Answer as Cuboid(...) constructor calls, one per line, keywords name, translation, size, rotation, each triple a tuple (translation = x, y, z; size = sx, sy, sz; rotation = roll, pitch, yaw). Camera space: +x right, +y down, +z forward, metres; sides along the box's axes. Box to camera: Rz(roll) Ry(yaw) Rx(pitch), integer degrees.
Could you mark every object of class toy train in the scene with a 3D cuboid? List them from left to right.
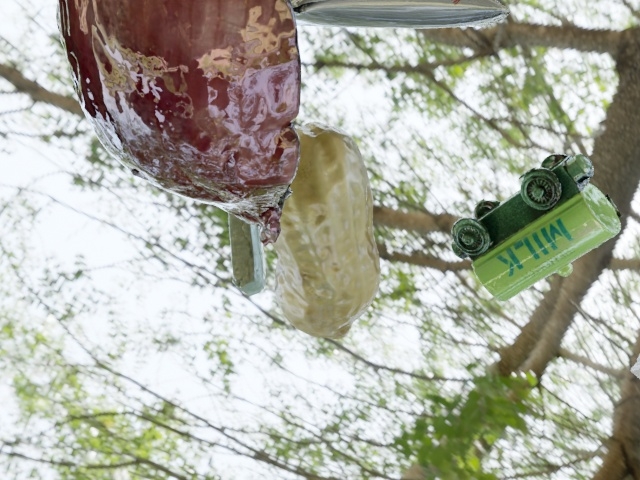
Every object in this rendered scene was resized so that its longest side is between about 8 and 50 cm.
Cuboid(name="toy train", translation=(0.306, -0.015, 1.445), size=(0.253, 0.105, 0.157), rotation=(-38, -91, 38))

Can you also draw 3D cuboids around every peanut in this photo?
Cuboid(name="peanut", translation=(0.000, 0.000, 1.228), size=(0.147, 0.305, 0.147), rotation=(-7, -147, 5))

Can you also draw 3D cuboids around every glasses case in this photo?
Cuboid(name="glasses case", translation=(0.078, -0.298, 1.220), size=(0.128, 0.308, 0.083), rotation=(-149, -123, -64))

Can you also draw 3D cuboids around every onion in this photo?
Cuboid(name="onion", translation=(-0.089, -0.102, 0.620), size=(0.120, 0.283, 0.227), rotation=(-20, -146, -12))

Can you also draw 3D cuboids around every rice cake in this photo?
Cuboid(name="rice cake", translation=(-0.107, -0.039, 1.426), size=(0.042, 0.045, 0.245), rotation=(-17, -117, 20))

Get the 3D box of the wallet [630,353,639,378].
Cuboid(name="wallet", translation=(0.357, 0.142, 0.865), size=(0.190, 0.095, 0.033), rotation=(39, -121, -1))
